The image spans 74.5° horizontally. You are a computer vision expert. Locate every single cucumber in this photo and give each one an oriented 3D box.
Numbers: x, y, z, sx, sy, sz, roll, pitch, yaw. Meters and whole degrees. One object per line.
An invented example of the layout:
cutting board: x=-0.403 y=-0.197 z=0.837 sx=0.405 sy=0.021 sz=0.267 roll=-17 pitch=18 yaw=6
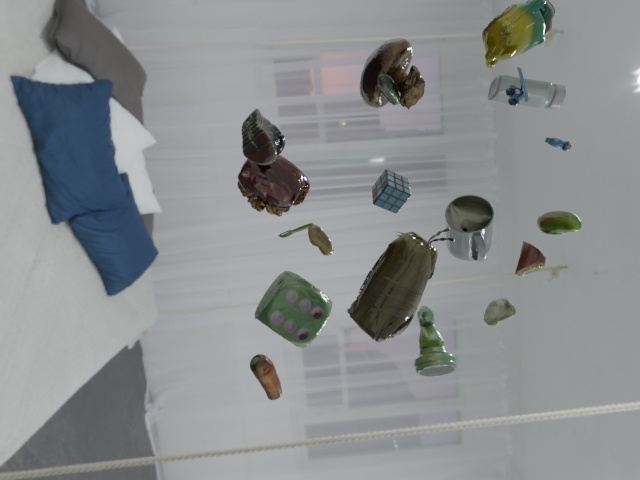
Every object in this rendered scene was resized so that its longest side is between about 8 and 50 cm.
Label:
cucumber: x=0.318 y=-0.684 z=1.922 sx=0.227 sy=0.069 sz=0.069 roll=32 pitch=47 yaw=-56

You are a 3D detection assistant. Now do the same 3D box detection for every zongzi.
zongzi: x=0.344 y=0.163 z=1.715 sx=0.500 sy=0.218 sz=0.467 roll=-59 pitch=159 yaw=2

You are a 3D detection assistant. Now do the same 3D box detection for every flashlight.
flashlight: x=1.162 y=-0.472 z=2.056 sx=0.051 sy=0.129 sz=0.051 roll=-166 pitch=-90 yaw=-88

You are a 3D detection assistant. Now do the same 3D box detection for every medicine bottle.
medicine bottle: x=0.912 y=-0.655 z=1.863 sx=0.161 sy=0.296 sz=0.111 roll=-47 pitch=148 yaw=-83

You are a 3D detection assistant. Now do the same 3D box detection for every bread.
bread: x=1.037 y=0.088 z=2.068 sx=0.067 sy=0.119 sz=0.192 roll=42 pitch=61 yaw=-42

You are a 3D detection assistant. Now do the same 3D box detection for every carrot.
carrot: x=-0.203 y=0.520 z=1.616 sx=0.087 sy=0.087 sz=0.193 roll=-101 pitch=167 yaw=-63

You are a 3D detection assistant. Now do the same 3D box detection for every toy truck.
toy truck: x=0.758 y=-0.596 z=1.640 sx=0.136 sy=0.074 sz=0.063 roll=63 pitch=30 yaw=-18

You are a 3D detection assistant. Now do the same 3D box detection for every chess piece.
chess piece: x=0.461 y=0.408 z=1.774 sx=0.175 sy=0.176 sz=0.298 roll=90 pitch=-2 yaw=-54

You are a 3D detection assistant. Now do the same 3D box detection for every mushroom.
mushroom: x=0.367 y=-0.809 z=2.052 sx=0.334 sy=0.356 sz=0.331 roll=-23 pitch=124 yaw=-63

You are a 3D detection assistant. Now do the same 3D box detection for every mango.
mango: x=1.102 y=-0.080 z=1.956 sx=0.111 sy=0.125 sz=0.233 roll=54 pitch=-2 yaw=-14

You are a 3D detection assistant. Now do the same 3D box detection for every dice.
dice: x=-0.146 y=0.370 z=2.293 sx=0.318 sy=0.322 sz=0.330 roll=-56 pitch=-170 yaw=-11

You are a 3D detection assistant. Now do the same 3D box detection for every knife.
knife: x=-0.109 y=-0.041 z=1.816 sx=0.022 sy=0.184 sz=0.026 roll=37 pitch=41 yaw=-50

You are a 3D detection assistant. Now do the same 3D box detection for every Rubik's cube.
Rubik's cube: x=0.400 y=-0.279 z=2.390 sx=0.163 sy=0.161 sz=0.162 roll=-86 pitch=-157 yaw=-45

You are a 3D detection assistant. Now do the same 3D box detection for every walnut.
walnut: x=-0.193 y=-0.220 z=1.696 sx=0.244 sy=0.269 sz=0.222 roll=-58 pitch=177 yaw=4

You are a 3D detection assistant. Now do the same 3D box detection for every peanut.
peanut: x=0.000 y=0.000 z=2.223 sx=0.194 sy=0.083 sz=0.093 roll=55 pitch=46 yaw=-11

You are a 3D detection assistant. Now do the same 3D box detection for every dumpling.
dumpling: x=0.905 y=0.351 z=2.102 sx=0.134 sy=0.169 sz=0.100 roll=-4 pitch=-79 yaw=53

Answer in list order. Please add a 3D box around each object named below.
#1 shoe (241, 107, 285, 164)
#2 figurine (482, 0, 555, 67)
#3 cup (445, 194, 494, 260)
shoe: x=-0.190 y=-0.334 z=1.447 sx=0.137 sy=0.114 sz=0.291 roll=33 pitch=27 yaw=-38
figurine: x=0.896 y=-0.953 z=1.925 sx=0.231 sy=0.340 sz=0.323 roll=48 pitch=-22 yaw=14
cup: x=0.790 y=-0.022 z=2.200 sx=0.327 sy=0.237 sz=0.322 roll=63 pitch=14 yaw=-55
